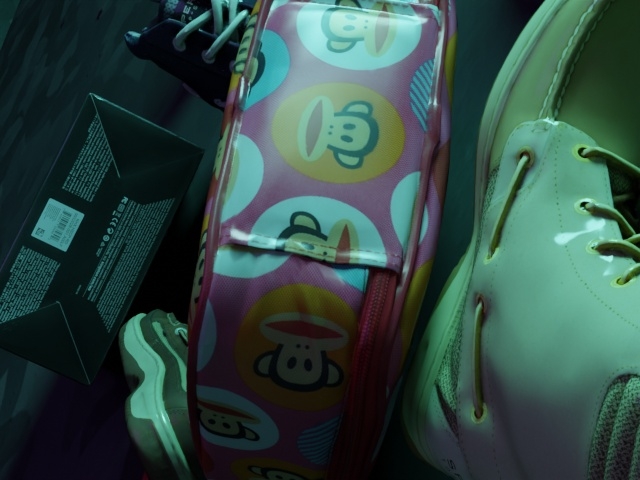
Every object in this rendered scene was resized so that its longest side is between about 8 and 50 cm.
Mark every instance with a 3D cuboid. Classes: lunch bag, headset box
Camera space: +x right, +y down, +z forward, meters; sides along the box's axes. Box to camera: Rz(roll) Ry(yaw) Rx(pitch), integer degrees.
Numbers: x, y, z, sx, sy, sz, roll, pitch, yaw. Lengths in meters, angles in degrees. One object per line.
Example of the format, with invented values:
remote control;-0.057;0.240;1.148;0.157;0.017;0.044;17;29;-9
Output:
lunch bag;0.000;0.000;0.719;0.258;0.120;0.293;98;-177;-59
headset box;-0.206;0.003;1.123;0.218;0.110;0.293;-65;8;-6

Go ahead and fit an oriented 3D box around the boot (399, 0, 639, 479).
boot;0.137;0.007;0.530;0.261;0.095;0.203;-69;23;1

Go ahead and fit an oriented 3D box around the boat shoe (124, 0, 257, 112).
boat shoe;-0.048;-0.150;0.980;0.340;0.158;0.127;7;71;64

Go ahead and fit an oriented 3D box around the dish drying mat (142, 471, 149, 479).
dish drying mat;-0.131;0.181;0.985;0.032;0.008;0.083;-29;41;51

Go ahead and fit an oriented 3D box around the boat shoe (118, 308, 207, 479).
boat shoe;-0.087;0.107;0.910;0.095;0.095;0.257;-25;20;-3
